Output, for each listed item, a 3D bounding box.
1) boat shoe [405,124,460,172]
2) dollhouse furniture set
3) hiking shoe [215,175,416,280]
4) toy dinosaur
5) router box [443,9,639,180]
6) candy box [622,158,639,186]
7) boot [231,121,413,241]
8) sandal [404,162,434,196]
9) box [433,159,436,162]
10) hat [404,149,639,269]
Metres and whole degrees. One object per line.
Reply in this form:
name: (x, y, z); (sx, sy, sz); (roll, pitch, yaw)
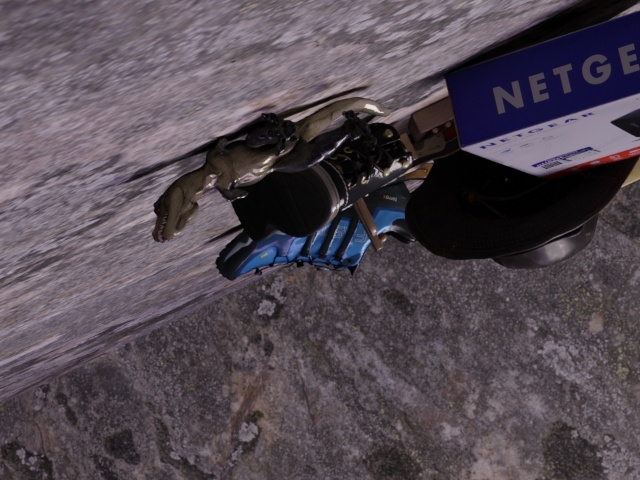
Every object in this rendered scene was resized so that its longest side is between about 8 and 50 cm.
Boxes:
boat shoe: (0.136, -0.128, 1.947); (0.137, 0.049, 0.043); (-27, 138, 28)
dollhouse furniture set: (0.109, -0.075, 1.835); (0.151, 0.123, 0.144); (-25, 177, -1)
hiking shoe: (0.000, 0.000, 2.194); (0.304, 0.132, 0.113); (-25, 177, 1)
toy dinosaur: (-0.024, -0.081, 1.286); (0.268, 0.064, 0.118); (-26, -175, -28)
router box: (0.339, -0.160, 1.609); (0.336, 0.082, 0.301); (-16, 169, 25)
candy box: (0.451, -0.192, 2.080); (0.088, 0.183, 0.316); (-24, 177, -35)
boot: (0.019, -0.072, 1.567); (0.179, 0.085, 0.236); (-27, -176, -22)
sandal: (0.174, -0.111, 2.541); (0.219, 0.060, 0.090); (-40, -178, 4)
box: (0.196, -0.135, 2.130); (0.083, 0.062, 0.052); (-29, 177, 42)
hat: (0.276, -0.057, 1.900); (0.331, 0.134, 0.331); (-24, -147, 17)
